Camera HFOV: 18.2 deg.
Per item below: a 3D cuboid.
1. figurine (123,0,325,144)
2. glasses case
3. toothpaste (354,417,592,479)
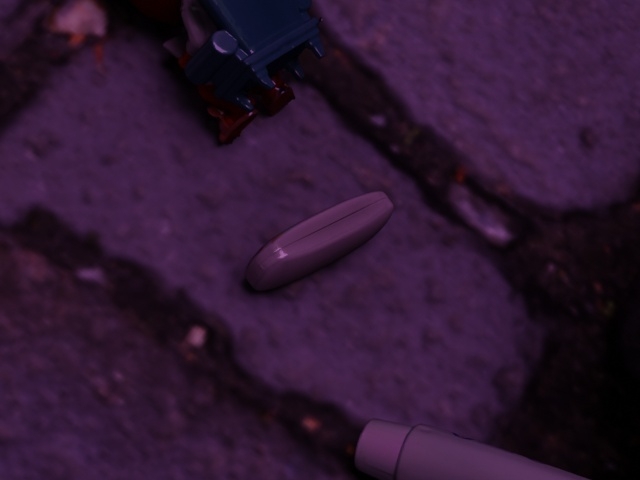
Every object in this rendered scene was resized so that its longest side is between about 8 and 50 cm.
[{"bbox_3d":[-0.060,-0.122,0.949,0.068,0.075,0.140,-31,79,-35],"label":"figurine"},{"bbox_3d":[0.000,0.000,0.927,0.083,0.032,0.021,-27,71,-34],"label":"glasses case"},{"bbox_3d":[0.119,0.119,0.854,0.218,0.052,0.033,17,54,17],"label":"toothpaste"}]
